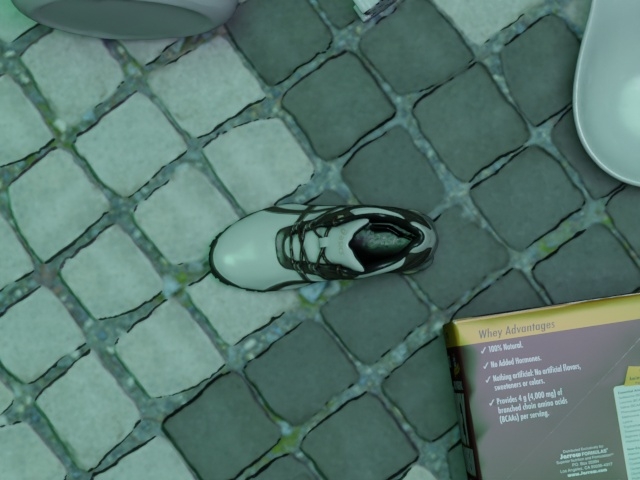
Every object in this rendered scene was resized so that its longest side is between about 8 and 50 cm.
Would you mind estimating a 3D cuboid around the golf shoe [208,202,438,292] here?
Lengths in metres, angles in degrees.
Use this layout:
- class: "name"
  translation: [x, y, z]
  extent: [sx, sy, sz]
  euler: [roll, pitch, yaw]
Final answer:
- class: "golf shoe"
  translation: [0.000, 0.000, 1.265]
  extent: [0.198, 0.094, 0.077]
  euler: [-8, 86, 2]

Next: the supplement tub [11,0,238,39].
- class: "supplement tub"
  translation: [-0.159, -0.315, 1.245]
  extent: [0.191, 0.191, 0.272]
  euler: [1, 85, 1]

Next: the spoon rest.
- class: "spoon rest"
  translation: [0.262, -0.179, 1.280]
  extent: [0.137, 0.084, 0.276]
  euler: [-18, 84, 0]

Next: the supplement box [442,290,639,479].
- class: "supplement box"
  translation: [0.211, 0.148, 1.230]
  extent: [0.191, 0.129, 0.194]
  euler: [-9, 85, 1]

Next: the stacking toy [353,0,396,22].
- class: "stacking toy"
  translation: [0.070, -0.317, 1.310]
  extent: [0.221, 0.052, 0.167]
  euler: [-35, 86, -3]
